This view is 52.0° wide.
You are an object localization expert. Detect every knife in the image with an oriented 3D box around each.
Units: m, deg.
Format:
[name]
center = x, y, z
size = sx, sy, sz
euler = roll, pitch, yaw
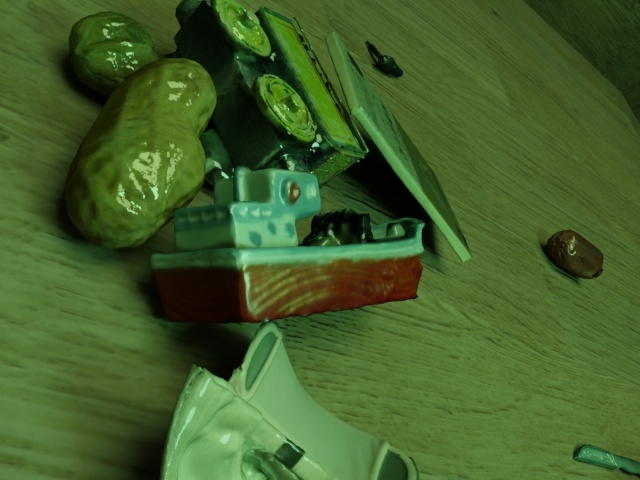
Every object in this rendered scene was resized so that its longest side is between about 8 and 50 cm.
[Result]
[knife]
center = 0.440, 0.332, 0.987
size = 0.210, 0.015, 0.028
euler = 24, 48, -33

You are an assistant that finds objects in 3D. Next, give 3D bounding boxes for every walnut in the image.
[walnut]
center = -0.207, -0.186, 0.662
size = 0.092, 0.092, 0.092
euler = 30, 40, -29

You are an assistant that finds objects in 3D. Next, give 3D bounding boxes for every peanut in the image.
[peanut]
center = -0.153, -0.085, 0.597
size = 0.108, 0.095, 0.226
euler = 13, 50, -3

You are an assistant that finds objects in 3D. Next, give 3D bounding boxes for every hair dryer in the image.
[hair dryer]
center = 0.116, -0.342, 1.226
size = 0.079, 0.031, 0.083
euler = 10, 43, -58

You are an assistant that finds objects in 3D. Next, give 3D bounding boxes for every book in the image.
[book]
center = 0.111, -0.130, 0.922
size = 0.310, 0.021, 0.217
euler = 46, 20, -37

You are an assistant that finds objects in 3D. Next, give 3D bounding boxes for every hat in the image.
[hat]
center = -0.036, 0.184, 0.528
size = 0.219, 0.164, 0.226
euler = 45, -5, -3

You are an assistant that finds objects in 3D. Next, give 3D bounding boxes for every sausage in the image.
[sausage]
center = 0.499, 0.029, 1.283
size = 0.141, 0.076, 0.076
euler = 24, 43, -31

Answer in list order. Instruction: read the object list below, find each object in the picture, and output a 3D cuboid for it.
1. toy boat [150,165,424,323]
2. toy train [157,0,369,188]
[toy boat]
center = 0.000, 0.000, 0.648
size = 0.332, 0.145, 0.133
euler = -1, 86, -50
[toy train]
center = -0.073, -0.157, 0.748
size = 0.177, 0.134, 0.261
euler = -1, 60, -59
